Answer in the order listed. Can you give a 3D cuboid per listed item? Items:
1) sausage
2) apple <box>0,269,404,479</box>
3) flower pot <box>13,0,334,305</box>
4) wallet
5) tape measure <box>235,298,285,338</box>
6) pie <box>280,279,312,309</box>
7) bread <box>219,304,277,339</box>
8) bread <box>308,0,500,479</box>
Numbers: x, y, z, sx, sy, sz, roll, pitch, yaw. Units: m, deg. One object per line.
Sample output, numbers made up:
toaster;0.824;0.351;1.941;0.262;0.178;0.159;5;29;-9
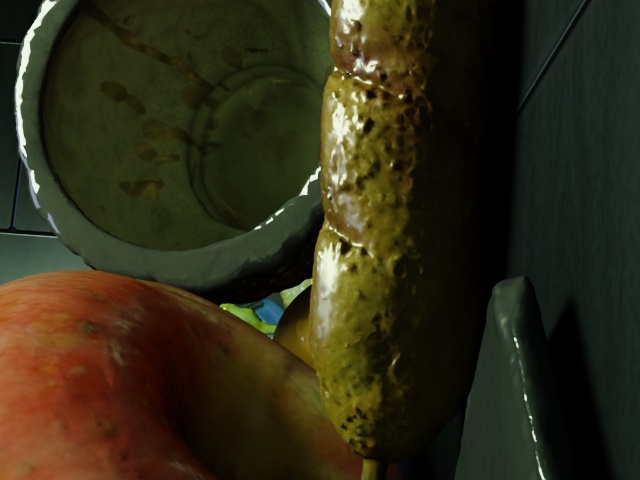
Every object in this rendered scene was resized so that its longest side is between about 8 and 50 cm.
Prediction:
sausage;0.017;0.078;0.852;0.328;0.112;0.112;121;153;-81
apple;-0.126;0.205;0.668;0.364;0.364;0.363;-176;90;-88
flower pot;-0.052;-0.077;0.881;0.267;0.267;0.266;24;-110;-73
wallet;0.066;0.148;0.353;0.285;0.030;0.146;-90;1;-52
tape measure;-0.042;0.232;1.383;0.215;0.098;0.351;35;141;57
pie;0.002;0.004;1.376;0.257;0.106;0.274;-153;64;-75
bread;-0.076;0.260;1.172;0.208;0.251;0.376;-49;-29;-54
bread;0.044;-0.023;0.574;0.124;0.084;0.343;15;-102;-70
